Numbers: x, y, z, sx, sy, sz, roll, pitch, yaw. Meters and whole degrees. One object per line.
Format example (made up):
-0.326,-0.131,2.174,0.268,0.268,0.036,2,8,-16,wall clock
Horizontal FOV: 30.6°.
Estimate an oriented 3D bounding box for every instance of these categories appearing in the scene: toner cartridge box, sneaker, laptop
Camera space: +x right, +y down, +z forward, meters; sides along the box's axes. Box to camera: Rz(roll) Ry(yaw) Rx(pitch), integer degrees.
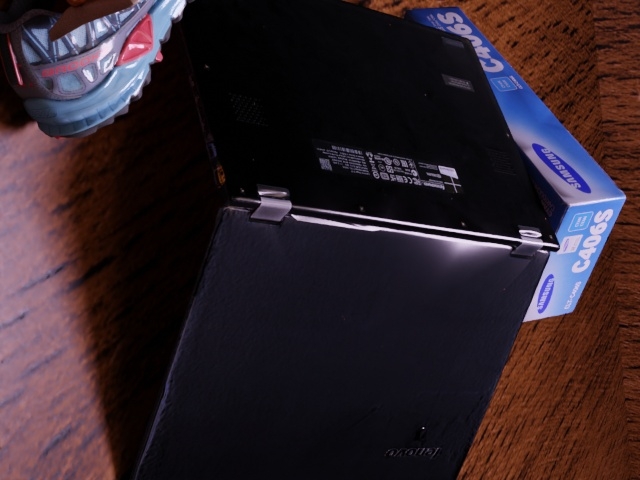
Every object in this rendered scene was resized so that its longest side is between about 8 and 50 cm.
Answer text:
0.180,-0.092,1.274,0.348,0.075,0.165,58,-32,40,toner cartridge box
-0.152,-0.205,0.838,0.125,0.104,0.262,57,40,-46,sneaker
0.000,0.000,1.076,0.382,0.236,0.408,8,54,-39,laptop

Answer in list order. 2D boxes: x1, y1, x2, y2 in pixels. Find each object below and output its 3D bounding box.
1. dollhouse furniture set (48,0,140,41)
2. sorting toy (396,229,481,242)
-0.183,-0.240,0.659,0.259,0.135,0.262,-49,119,-38,dollhouse furniture set
0.091,0.049,1.257,0.038,0.193,0.208,4,85,-49,sorting toy
